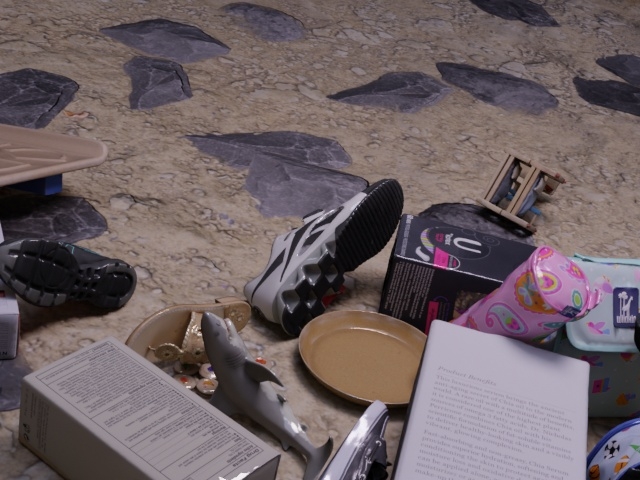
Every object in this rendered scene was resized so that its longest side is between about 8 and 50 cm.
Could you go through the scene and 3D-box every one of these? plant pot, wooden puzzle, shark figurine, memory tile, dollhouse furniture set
[{"bbox_3d":[0.080,0.189,1.672,0.236,0.032,0.236,9,30,-5],"label":"plant pot"},{"bbox_3d":[-0.588,-0.121,1.827,0.322,0.080,0.348,11,20,22],"label":"wooden puzzle"},{"bbox_3d":[-0.095,0.239,1.484,0.116,0.166,0.278,-37,78,-13],"label":"shark figurine"},{"bbox_3d":[-0.145,0.198,1.589,0.148,0.012,0.113,10,30,-5],"label":"memory tile"},{"bbox_3d":[0.437,-0.092,2.234,0.129,0.129,0.184,32,5,29],"label":"dollhouse furniture set"}]

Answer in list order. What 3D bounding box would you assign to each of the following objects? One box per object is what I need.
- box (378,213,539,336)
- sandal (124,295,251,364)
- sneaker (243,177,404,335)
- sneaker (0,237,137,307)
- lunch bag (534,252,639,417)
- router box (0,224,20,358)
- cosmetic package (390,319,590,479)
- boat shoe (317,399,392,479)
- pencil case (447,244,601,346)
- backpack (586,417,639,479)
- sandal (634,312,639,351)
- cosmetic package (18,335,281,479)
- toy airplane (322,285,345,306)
[{"bbox_3d":[0.246,0.077,1.813,0.270,0.143,0.165,14,29,2],"label":"box"},{"bbox_3d":[-0.174,0.141,1.573,0.079,0.088,0.240,26,28,34],"label":"sandal"},{"bbox_3d":[0.000,0.000,1.780,0.146,0.122,0.330,25,60,41],"label":"sneaker"},{"bbox_3d":[-0.401,0.049,1.619,0.106,0.101,0.267,19,-2,34],"label":"sneaker"},{"bbox_3d":[0.428,0.140,1.658,0.223,0.262,0.160,4,31,-18],"label":"lunch bag"},{"bbox_3d":[-0.629,0.060,1.567,0.336,0.082,0.301,-1,32,-22],"label":"router box"},{"bbox_3d":[0.202,0.315,1.349,0.230,0.161,0.453,16,34,6],"label":"cosmetic package"},{"bbox_3d":[0.056,0.301,1.434,0.076,0.080,0.228,35,31,6],"label":"boat shoe"},{"bbox_3d":[0.274,0.124,1.565,0.124,0.284,0.124,20,48,-24],"label":"pencil case"},{"bbox_3d":[0.453,0.337,1.339,0.263,0.276,0.213,12,13,-12],"label":"backpack"},{"bbox_3d":[0.517,0.157,1.371,0.168,0.107,0.446,0,17,-6],"label":"sandal"},{"bbox_3d":[-0.221,0.260,1.354,0.309,0.113,0.160,31,35,28],"label":"cosmetic package"},{"bbox_3d":[-0.020,0.066,1.842,0.151,0.028,0.151,2,40,-1],"label":"toy airplane"}]
